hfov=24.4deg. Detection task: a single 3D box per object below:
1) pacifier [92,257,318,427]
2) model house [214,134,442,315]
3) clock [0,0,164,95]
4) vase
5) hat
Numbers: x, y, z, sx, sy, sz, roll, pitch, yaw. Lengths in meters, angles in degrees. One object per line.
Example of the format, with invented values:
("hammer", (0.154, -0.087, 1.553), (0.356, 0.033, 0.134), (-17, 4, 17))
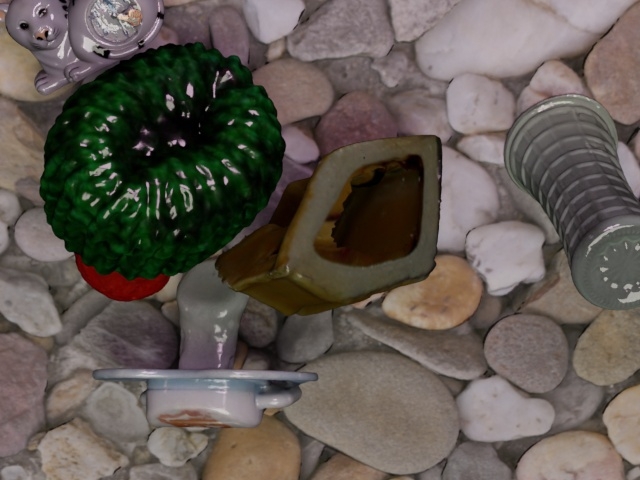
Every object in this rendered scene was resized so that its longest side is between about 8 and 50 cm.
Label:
("pacifier", (-0.136, 0.125, 1.813), (0.278, 0.227, 0.207), (-1, 87, 17))
("model house", (-0.009, -0.004, 1.694), (0.268, 0.239, 0.173), (-10, 84, -39))
("clock", (-0.263, -0.249, 1.623), (0.176, 0.080, 0.117), (-25, 118, 10))
("vase", (0.307, -0.042, 1.668), (0.143, 0.299, 0.143), (-3, 119, -5))
("hat", (-0.201, -0.056, 1.676), (0.274, 0.242, 0.332), (-21, 162, -30))
